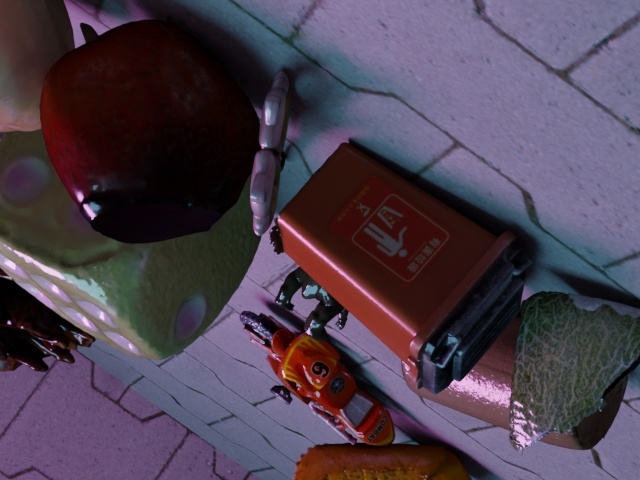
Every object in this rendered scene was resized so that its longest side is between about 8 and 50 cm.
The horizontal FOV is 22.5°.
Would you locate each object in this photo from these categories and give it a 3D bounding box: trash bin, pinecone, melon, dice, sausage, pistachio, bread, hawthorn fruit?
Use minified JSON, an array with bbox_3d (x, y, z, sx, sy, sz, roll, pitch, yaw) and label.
[{"bbox_3d":[0.080,0.028,1.626,0.238,0.161,0.184,37,165,17],"label":"trash bin"},{"bbox_3d":[-0.505,0.063,2.545,0.397,0.398,0.398,31,164,10],"label":"pinecone"},{"bbox_3d":[0.243,0.111,1.573,0.139,0.202,0.093,52,-167,20],"label":"melon"},{"bbox_3d":[-0.230,-0.026,1.883,0.252,0.250,0.254,26,163,28],"label":"dice"},{"bbox_3d":[0.215,0.146,1.734,0.253,0.123,0.123,19,158,46],"label":"sausage"},{"bbox_3d":[-0.388,-0.235,1.660,0.309,0.230,0.230,55,160,-11],"label":"pistachio"},{"bbox_3d":[0.096,0.398,2.486,0.288,0.204,0.156,-1,156,-4],"label":"bread"},{"bbox_3d":[-0.180,-0.119,1.611,0.250,0.215,0.215,52,171,21],"label":"hawthorn fruit"}]

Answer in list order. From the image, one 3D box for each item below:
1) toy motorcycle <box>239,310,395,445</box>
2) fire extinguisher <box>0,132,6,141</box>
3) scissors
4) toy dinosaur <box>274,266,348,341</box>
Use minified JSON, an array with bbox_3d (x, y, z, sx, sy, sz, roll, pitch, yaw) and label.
[{"bbox_3d":[-0.008,0.206,2.407,0.171,0.089,0.298,15,156,46],"label":"toy motorcycle"},{"bbox_3d":[-0.387,-0.163,2.118,0.376,0.113,0.200,99,157,-71],"label":"fire extinguisher"},{"bbox_3d":[-0.045,-0.084,1.614,0.024,0.160,0.317,8,-179,1],"label":"scissors"},{"bbox_3d":[0.034,0.027,1.869,0.087,0.179,0.187,42,-160,23],"label":"toy dinosaur"}]
